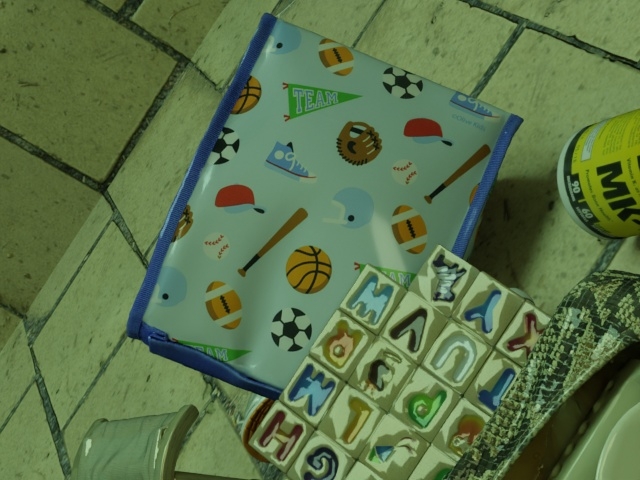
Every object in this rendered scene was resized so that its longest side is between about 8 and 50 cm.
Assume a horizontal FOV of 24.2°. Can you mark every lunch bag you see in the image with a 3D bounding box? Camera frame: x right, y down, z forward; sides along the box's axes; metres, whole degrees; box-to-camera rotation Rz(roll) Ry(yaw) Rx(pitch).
[{"bbox_3d":[0.000,0.000,1.674,0.239,0.328,0.385,98,-166,-69],"label":"lunch bag"}]

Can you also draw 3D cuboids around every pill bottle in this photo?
[{"bbox_3d":[0.330,-0.073,1.399,0.208,0.119,0.119,-18,45,58],"label":"pill bottle"}]

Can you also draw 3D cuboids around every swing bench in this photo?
[{"bbox_3d":[-0.140,0.316,1.698,0.253,0.255,0.165,-18,46,58],"label":"swing bench"}]

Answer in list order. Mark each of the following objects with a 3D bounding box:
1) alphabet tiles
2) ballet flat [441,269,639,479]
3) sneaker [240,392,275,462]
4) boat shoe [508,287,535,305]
[{"bbox_3d":[0.089,0.187,1.483,0.285,0.011,0.342,35,94,29],"label":"alphabet tiles"},{"bbox_3d":[0.179,0.241,1.269,0.482,0.164,0.182,-56,25,-4],"label":"ballet flat"},{"bbox_3d":[-0.024,0.147,1.889,0.262,0.099,0.121,-55,18,6],"label":"sneaker"},{"bbox_3d":[0.160,0.158,1.525,0.228,0.080,0.076,-54,40,3],"label":"boat shoe"}]
